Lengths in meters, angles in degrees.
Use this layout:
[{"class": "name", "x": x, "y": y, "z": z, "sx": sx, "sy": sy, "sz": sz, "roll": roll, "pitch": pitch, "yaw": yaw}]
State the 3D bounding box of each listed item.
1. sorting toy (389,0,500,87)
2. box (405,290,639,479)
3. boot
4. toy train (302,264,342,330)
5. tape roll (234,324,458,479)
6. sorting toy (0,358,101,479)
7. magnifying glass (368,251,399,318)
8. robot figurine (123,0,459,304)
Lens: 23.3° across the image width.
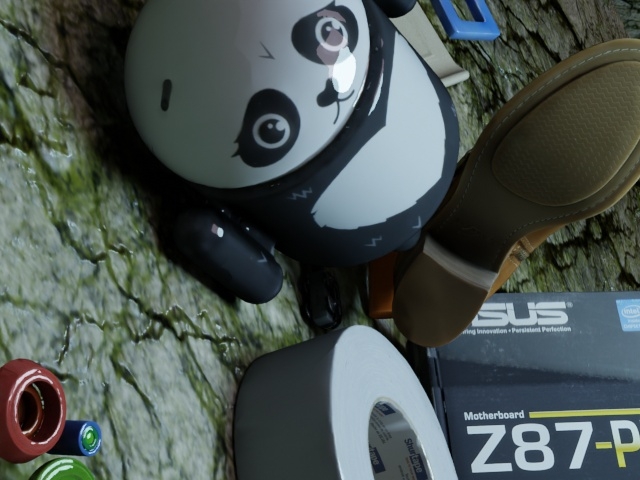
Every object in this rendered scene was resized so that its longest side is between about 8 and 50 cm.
[{"class": "sorting toy", "x": 0.012, "y": -0.186, "z": 1.283, "sx": 0.348, "sy": 0.047, "sz": 0.196, "roll": -24, "pitch": 77, "yaw": -48}, {"class": "box", "x": 0.281, "y": 0.195, "z": 1.239, "sx": 0.097, "sy": 0.395, "sz": 0.318, "roll": 100, "pitch": -12, "yaw": -54}, {"class": "boot", "x": 0.160, "y": -0.052, "z": 1.190, "sx": 0.109, "sy": 0.283, "sz": 0.220, "roll": 33, "pitch": 19, "yaw": -1}, {"class": "toy train", "x": 0.000, "y": 0.000, "z": 1.194, "sx": 0.036, "sy": 0.027, "sz": 0.158, "roll": 50, "pitch": 28, "yaw": -50}, {"class": "tape roll", "x": 0.026, "y": 0.170, "z": 1.041, "sx": 0.219, "sy": 0.072, "sz": 0.219, "roll": 53, "pitch": 25, "yaw": -39}, {"class": "sorting toy", "x": -0.139, "y": 0.103, "z": 0.737, "sx": 0.061, "sy": 0.042, "sz": 0.102, "roll": -30, "pitch": 113, "yaw": -54}, {"class": "magnifying glass", "x": 0.055, "y": -0.046, "z": 1.314, "sx": 0.026, "sy": 0.092, "sz": 0.231, "roll": 59, "pitch": 29, "yaw": -65}, {"class": "robot figurine", "x": -0.009, "y": -0.083, "z": 1.032, "sx": 0.278, "sy": 0.174, "sz": 0.209, "roll": 38, "pitch": 36, "yaw": -56}]
